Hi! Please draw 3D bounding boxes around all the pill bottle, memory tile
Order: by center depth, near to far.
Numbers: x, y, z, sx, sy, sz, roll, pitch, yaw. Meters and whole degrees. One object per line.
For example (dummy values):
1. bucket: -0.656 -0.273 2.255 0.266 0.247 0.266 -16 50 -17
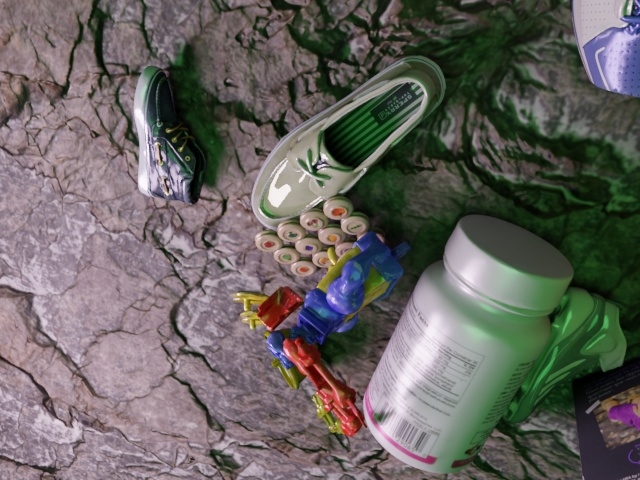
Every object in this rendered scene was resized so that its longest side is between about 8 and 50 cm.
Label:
1. pill bottle: 0.170 0.123 0.708 0.160 0.160 0.283 25 117 9
2. memory tile: 0.000 0.000 0.771 0.148 0.012 0.113 -25 136 27

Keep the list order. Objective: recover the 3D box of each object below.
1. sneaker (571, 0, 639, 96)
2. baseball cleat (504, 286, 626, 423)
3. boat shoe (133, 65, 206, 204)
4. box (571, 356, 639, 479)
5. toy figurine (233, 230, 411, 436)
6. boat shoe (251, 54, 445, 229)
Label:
1. sneaker: 0.288 -0.276 0.498 0.127 0.182 0.315 5 111 20
2. baseball cleat: 0.301 0.157 0.725 0.109 0.072 0.206 19 119 5
3. boat shoe: -0.198 -0.138 0.800 0.083 0.065 0.183 14 120 12
4. box: 0.377 0.260 0.622 0.143 0.270 0.165 -32 97 27
5. toy figurine: 0.046 0.097 0.740 0.217 0.362 0.191 -42 76 -15
6. boat shoe: 0.014 -0.111 0.711 0.302 0.094 0.109 -40 93 28
